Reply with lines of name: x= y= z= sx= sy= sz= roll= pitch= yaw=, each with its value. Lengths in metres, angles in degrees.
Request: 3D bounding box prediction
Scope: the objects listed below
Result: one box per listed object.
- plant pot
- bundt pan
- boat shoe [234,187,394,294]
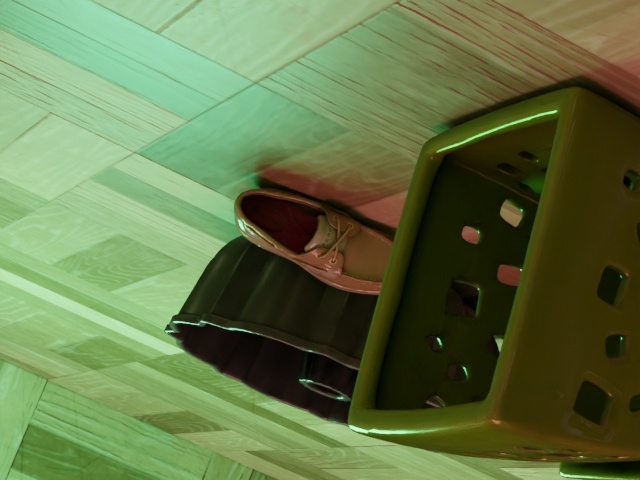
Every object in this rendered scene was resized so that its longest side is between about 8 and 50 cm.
plant pot: x=0.174 y=0.050 z=1.280 sx=0.207 sy=0.227 sz=0.228 roll=20 pitch=167 yaw=-21
bundt pan: x=0.026 y=0.089 z=1.815 sx=0.331 sy=0.124 sz=0.331 roll=20 pitch=165 yaw=6
boat shoe: x=0.000 y=0.000 z=1.648 sx=0.170 sy=0.063 sz=0.059 roll=19 pitch=171 yaw=11
